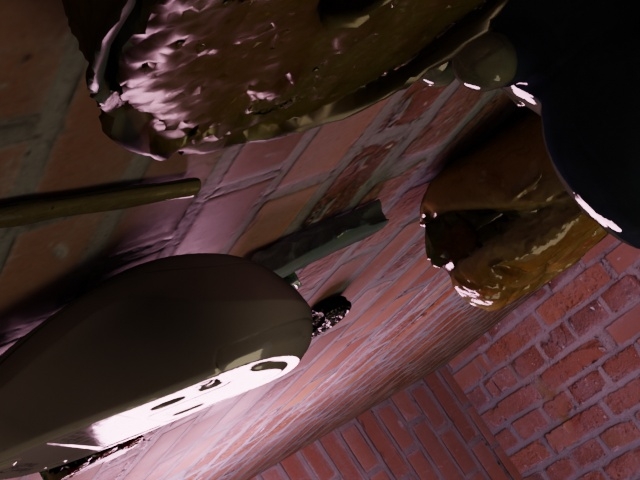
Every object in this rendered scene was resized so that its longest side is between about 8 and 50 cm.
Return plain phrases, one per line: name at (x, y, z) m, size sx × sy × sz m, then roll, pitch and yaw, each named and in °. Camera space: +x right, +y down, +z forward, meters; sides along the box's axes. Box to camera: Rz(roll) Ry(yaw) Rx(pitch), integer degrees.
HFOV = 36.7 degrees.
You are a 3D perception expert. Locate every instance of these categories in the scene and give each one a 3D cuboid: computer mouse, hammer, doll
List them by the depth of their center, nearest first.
hammer at (-0.151, -0.021, 0.613) m, size 0.062 × 0.013 × 0.199 m, roll -43°, pitch 163°, yaw 33°
doll at (0.194, -0.096, 0.644) m, size 0.228 × 0.258 × 0.154 m, roll -11°, pitch 153°, yaw -50°
computer mouse at (-0.153, 0.089, 0.763) m, size 0.297 × 0.121 × 0.184 m, roll -21°, pitch 168°, yaw 5°

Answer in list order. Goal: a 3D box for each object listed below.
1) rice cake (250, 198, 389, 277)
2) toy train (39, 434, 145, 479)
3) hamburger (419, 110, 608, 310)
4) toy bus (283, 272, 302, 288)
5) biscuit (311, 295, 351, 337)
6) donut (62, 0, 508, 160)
rice cake at (0.000, 0.000, 0.978) m, size 0.180 × 0.030 × 0.042 m, roll -25°, pitch 159°, yaw -36°
toy train at (-0.271, 0.243, 1.134) m, size 0.138 × 0.050 × 0.087 m, roll -21°, pitch 164°, yaw -42°
hamburger at (0.208, -0.025, 1.095) m, size 0.209 × 0.162 × 0.330 m, roll -29°, pitch 167°, yaw -10°
toy bus at (-0.063, 0.052, 0.996) m, size 0.083 × 0.037 × 0.031 m, roll -33°, pitch 165°, yaw -3°
biscuit at (0.005, 0.107, 1.346) m, size 0.087 × 0.027 × 0.089 m, roll -39°, pitch 166°, yaw 14°
donut at (0.006, -0.142, 0.402) m, size 0.272 × 0.107 × 0.272 m, roll -27°, pitch 167°, yaw -7°
